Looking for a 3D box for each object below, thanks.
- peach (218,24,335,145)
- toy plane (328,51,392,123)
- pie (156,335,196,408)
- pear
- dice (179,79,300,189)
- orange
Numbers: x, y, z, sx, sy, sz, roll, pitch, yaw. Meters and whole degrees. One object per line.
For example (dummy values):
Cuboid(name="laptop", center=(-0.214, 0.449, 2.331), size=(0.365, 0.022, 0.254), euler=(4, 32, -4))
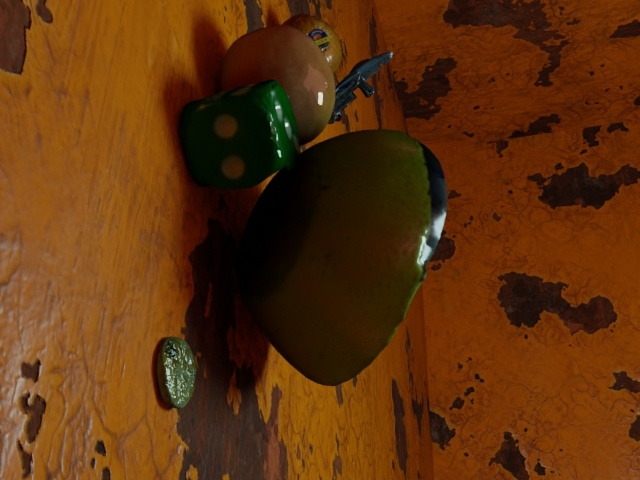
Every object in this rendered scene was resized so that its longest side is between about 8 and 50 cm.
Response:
Cuboid(name="peach", center=(-0.066, -0.225, 1.181), size=(0.184, 0.184, 0.184), euler=(-7, 90, -77))
Cuboid(name="toy plane", center=(0.042, -0.279, 1.559), size=(0.078, 0.246, 0.169), euler=(61, 15, -5))
Cuboid(name="pie", center=(-0.160, 0.146, 0.902), size=(0.085, 0.017, 0.085), euler=(-9, 90, -77))
Cuboid(name="pear", center=(-0.004, 0.002, 1.137), size=(0.399, 0.165, 0.399), euler=(-51, -154, 38))
Cuboid(name="dice", center=(-0.103, -0.138, 1.055), size=(0.128, 0.130, 0.120), euler=(-60, 139, -68))
Cuboid(name="orange", center=(-0.025, -0.361, 1.538), size=(0.117, 0.135, 0.136), euler=(160, -75, -69))
